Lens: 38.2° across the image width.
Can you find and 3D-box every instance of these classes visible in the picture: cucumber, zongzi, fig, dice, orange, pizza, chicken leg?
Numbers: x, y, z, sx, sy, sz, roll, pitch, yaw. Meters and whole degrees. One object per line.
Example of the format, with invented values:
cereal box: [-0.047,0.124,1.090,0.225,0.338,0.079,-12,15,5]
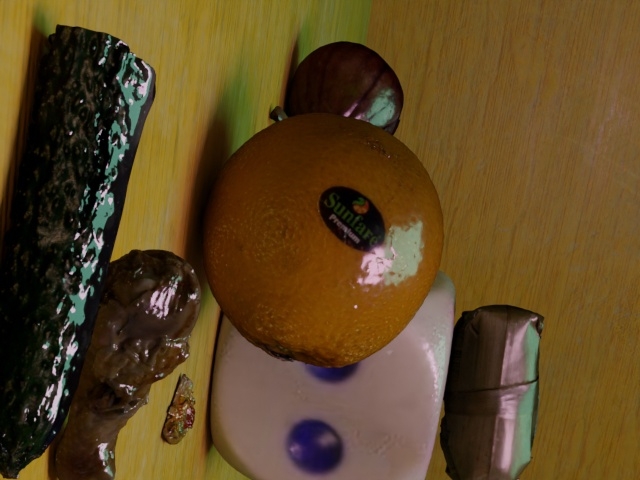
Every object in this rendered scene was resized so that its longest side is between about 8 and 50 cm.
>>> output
cucumber: [-0.147,0.008,0.519,0.067,0.067,0.245,48,54,-84]
zongzi: [0.225,0.218,1.301,0.274,0.125,0.251,109,-10,-84]
fig: [0.024,-0.185,1.454,0.204,0.186,0.250,-58,-174,48]
dice: [0.019,0.174,1.311,0.277,0.304,0.304,-63,162,-75]
orange: [0.000,0.000,1.003,0.274,0.274,0.274,10,90,-85]
pizza: [-0.150,0.188,1.020,0.083,0.025,0.078,29,73,-84]
chicken leg: [-0.144,0.092,0.638,0.198,0.085,0.069,-68,-156,19]
